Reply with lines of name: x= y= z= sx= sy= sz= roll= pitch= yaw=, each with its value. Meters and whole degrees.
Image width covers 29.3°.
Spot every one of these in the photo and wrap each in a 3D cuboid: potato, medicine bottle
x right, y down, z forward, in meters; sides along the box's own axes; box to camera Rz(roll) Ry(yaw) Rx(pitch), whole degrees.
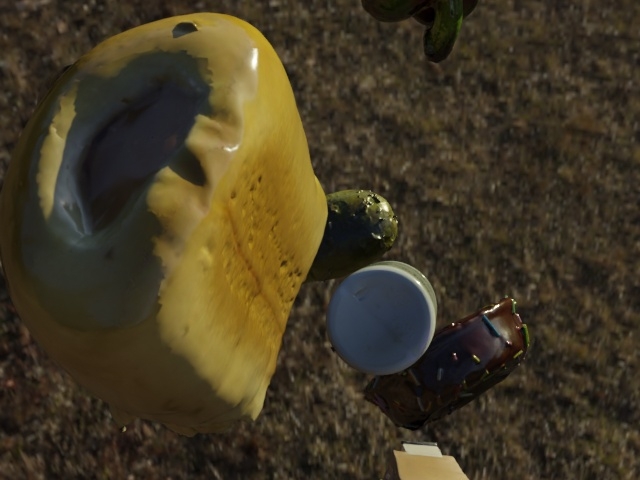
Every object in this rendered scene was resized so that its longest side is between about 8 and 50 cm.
potato: x=0.000 y=0.000 z=1.717 sx=0.225 sy=0.090 sz=0.117 roll=-17 pitch=89 yaw=5
medicine bottle: x=0.054 y=0.061 z=1.015 sx=0.086 sy=0.183 sz=0.086 roll=0 pitch=90 yaw=6

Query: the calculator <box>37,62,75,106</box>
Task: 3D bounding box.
calculator: x=-0.181 y=-0.103 z=1.003 sx=0.103 sy=0.166 sz=0.024 roll=23 pitch=68 yaw=-16

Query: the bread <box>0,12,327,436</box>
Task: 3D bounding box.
bread: x=-0.058 y=-0.002 z=0.453 sx=0.085 sy=0.173 sz=0.134 roll=16 pitch=71 yaw=13

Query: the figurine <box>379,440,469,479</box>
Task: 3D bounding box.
figurine: x=0.128 y=0.406 z=1.723 sx=0.162 sy=0.237 sz=0.141 roll=9 pitch=27 yaw=-17

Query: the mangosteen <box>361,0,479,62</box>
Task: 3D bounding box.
mangosteen: x=0.148 y=-0.432 z=1.641 sx=0.306 sy=0.306 sz=0.359 roll=-7 pitch=86 yaw=-1

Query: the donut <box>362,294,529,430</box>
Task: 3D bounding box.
donut: x=0.171 y=0.167 z=1.590 sx=0.235 sy=0.235 sz=0.089 roll=-29 pitch=75 yaw=-18
